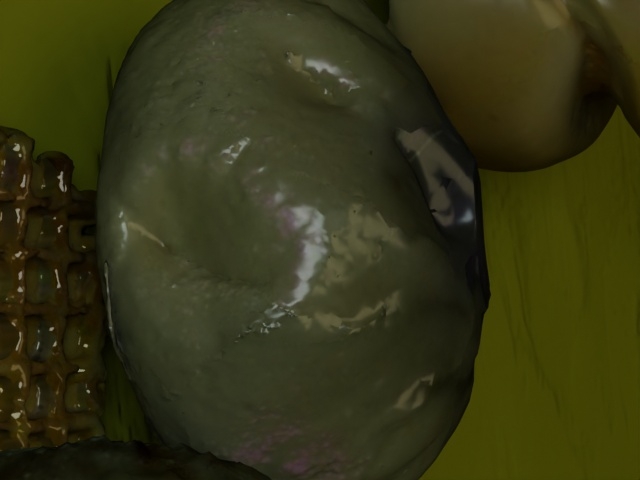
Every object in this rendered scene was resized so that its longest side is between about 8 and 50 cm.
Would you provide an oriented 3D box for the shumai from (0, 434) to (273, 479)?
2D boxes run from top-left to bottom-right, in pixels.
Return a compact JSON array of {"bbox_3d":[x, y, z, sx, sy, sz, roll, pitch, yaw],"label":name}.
[{"bbox_3d":[-0.071,0.180,0.746,0.272,0.222,0.204,57,7,-18],"label":"shumai"}]

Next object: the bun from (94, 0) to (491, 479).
[{"bbox_3d":[0.001,0.005,0.812,0.273,0.168,0.273,-7,90,-74],"label":"bun"}]

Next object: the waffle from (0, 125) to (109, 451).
[{"bbox_3d":[-0.154,0.030,0.735,0.191,0.038,0.191,13,74,-51],"label":"waffle"}]

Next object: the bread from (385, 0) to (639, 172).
[{"bbox_3d":[0.159,-0.253,1.020,0.329,0.245,0.424,25,69,-48],"label":"bread"}]
